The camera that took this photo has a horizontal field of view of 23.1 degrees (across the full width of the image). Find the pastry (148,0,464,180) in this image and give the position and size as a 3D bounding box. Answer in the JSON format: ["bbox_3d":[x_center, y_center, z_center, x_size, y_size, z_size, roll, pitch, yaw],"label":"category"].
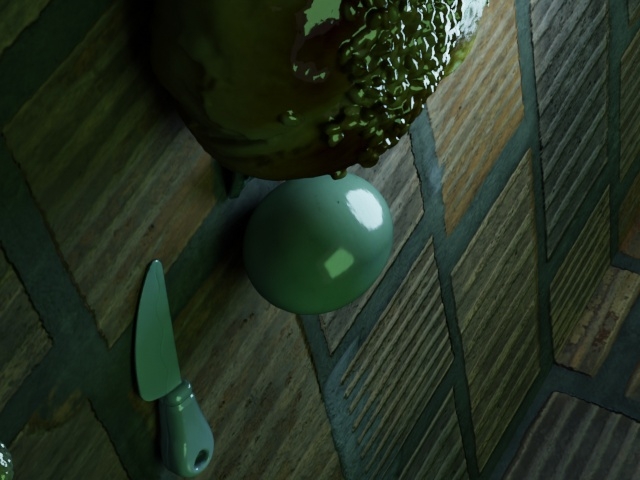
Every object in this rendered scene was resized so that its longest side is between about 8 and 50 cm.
[{"bbox_3d":[0.006,-0.246,1.615,0.409,0.245,0.409,-45,145,-43],"label":"pastry"}]

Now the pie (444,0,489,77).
[{"bbox_3d":[0.120,-0.268,2.045,0.257,0.105,0.274,-58,157,16],"label":"pie"}]

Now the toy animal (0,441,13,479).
[{"bbox_3d":[-0.352,0.238,1.472,0.137,0.098,0.098,-27,135,-38],"label":"toy animal"}]

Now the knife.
[{"bbox_3d":[-0.183,0.161,1.835,0.080,0.044,0.331,-43,141,-31],"label":"knife"}]

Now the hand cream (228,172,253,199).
[{"bbox_3d":[-0.031,-0.154,1.857,0.248,0.052,0.075,-57,153,-23],"label":"hand cream"}]

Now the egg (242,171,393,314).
[{"bbox_3d":[0.000,0.000,1.910,0.231,0.168,0.168,-34,140,-54],"label":"egg"}]
